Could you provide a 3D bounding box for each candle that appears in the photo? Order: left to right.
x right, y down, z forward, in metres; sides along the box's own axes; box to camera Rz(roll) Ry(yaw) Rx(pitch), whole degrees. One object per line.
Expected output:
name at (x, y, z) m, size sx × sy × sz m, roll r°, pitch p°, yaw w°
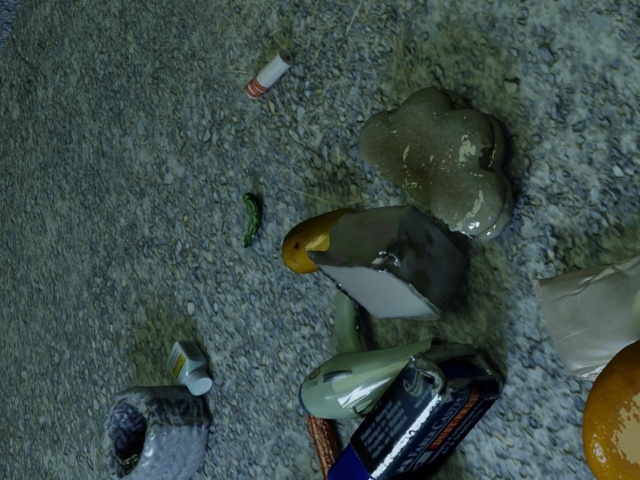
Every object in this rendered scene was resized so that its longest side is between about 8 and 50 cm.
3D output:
candle at (0.031, 0.449, 1.807) m, size 0.051 × 0.048 × 0.329 m, roll -32°, pitch 61°, yaw 29°

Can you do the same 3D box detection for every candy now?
candy at (0.113, 0.034, 1.622) m, size 0.195 × 0.185 × 0.137 m, roll -4°, pitch 52°, yaw 52°

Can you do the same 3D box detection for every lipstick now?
lipstick at (-0.106, -0.339, 2.055) m, size 0.131 × 0.038 × 0.038 m, roll -37°, pitch 59°, yaw 42°

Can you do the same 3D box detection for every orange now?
orange at (0.442, 0.234, 1.233) m, size 0.240 × 0.171 × 0.240 m, roll -1°, pitch 88°, yaw 43°

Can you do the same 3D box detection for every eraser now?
eraser at (0.143, 0.305, 1.599) m, size 0.332 × 0.155 × 0.101 m, roll -58°, pitch 48°, yaw 29°

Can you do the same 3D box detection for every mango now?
mango at (-0.002, 0.002, 1.848) m, size 0.178 × 0.090 × 0.115 m, roll -21°, pitch 28°, yaw 43°

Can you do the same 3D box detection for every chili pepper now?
chili pepper at (-0.138, -0.040, 2.073) m, size 0.055 × 0.035 × 0.118 m, roll 17°, pitch 110°, yaw 62°

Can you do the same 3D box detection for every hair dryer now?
hair dryer at (0.101, 0.169, 1.727) m, size 0.296 × 0.119 × 0.298 m, roll -1°, pitch 73°, yaw 44°

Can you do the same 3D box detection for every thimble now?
thimble at (-0.364, 0.426, 2.199) m, size 0.245 × 0.157 × 0.217 m, roll -41°, pitch 57°, yaw 40°

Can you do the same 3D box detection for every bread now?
bread at (0.195, -0.142, 1.623) m, size 0.337 × 0.102 × 0.183 m, roll 41°, pitch 117°, yaw 43°

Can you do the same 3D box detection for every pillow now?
pillow at (0.418, 0.087, 1.360) m, size 0.270 × 0.067 × 0.173 m, roll -32°, pitch 68°, yaw 44°

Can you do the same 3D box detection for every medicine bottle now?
medicine bottle at (-0.285, 0.282, 2.198) m, size 0.118 × 0.055 × 0.074 m, roll 50°, pitch 122°, yaw 40°
